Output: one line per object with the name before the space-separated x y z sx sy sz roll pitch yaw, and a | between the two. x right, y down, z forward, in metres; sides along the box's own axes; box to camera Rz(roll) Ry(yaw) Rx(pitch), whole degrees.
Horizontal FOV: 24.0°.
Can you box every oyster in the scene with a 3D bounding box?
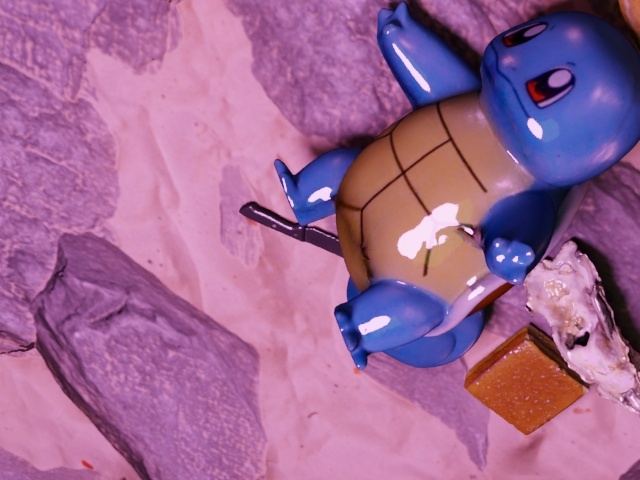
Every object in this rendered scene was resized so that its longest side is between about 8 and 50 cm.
oyster | 0.261 0.087 1.440 0.106 0.061 0.199 2 122 37

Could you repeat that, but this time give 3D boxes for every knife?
knife | 0.000 0.000 1.477 0.170 0.010 0.023 23 132 -1

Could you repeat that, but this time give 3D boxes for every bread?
bread | 0.205 0.139 1.491 0.090 0.035 0.094 40 125 -10

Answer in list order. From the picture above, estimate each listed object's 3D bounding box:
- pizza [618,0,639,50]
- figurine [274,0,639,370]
pizza | 0.331 -0.218 1.192 0.194 0.069 0.154 -10 120 23
figurine | 0.108 -0.021 1.307 0.243 0.298 0.416 7 135 -24
